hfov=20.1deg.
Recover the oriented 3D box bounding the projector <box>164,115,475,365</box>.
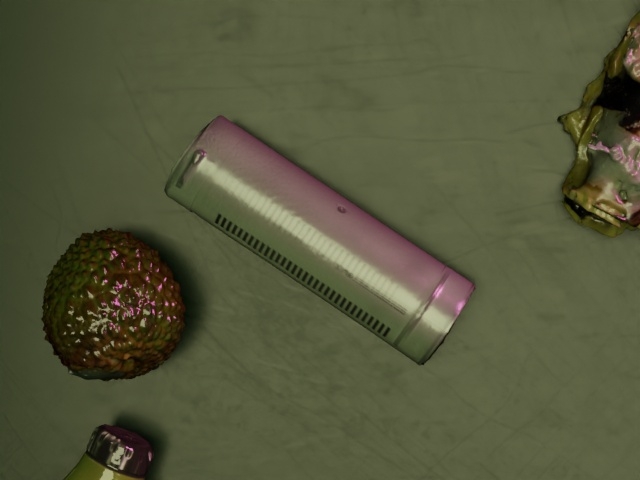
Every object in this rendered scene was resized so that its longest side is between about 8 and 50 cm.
[{"bbox_3d":[0.000,0.000,1.922,0.337,0.108,0.108,34,94,4],"label":"projector"}]

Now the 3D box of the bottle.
[{"bbox_3d":[-0.260,0.328,1.951,0.112,0.112,0.260,24,93,5],"label":"bottle"}]

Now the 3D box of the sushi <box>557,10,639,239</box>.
[{"bbox_3d":[0.334,-0.148,1.877,0.139,0.131,0.291,24,101,3],"label":"sushi"}]

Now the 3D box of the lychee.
[{"bbox_3d":[-0.222,0.066,1.924,0.171,0.171,0.171,0,91,6],"label":"lychee"}]
